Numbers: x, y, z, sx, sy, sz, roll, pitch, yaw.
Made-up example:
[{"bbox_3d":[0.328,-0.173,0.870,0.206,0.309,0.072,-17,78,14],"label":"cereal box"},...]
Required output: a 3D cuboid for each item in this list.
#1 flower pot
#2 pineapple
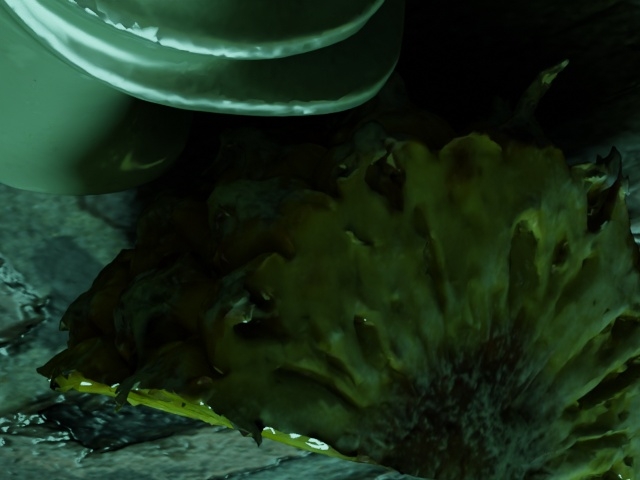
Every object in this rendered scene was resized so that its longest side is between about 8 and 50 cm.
[{"bbox_3d":[-0.116,-0.162,0.667,0.254,0.164,0.367,-17,140,30],"label":"flower pot"},{"bbox_3d":[-0.002,0.000,0.909,0.344,0.209,0.286,18,176,-42],"label":"pineapple"}]
